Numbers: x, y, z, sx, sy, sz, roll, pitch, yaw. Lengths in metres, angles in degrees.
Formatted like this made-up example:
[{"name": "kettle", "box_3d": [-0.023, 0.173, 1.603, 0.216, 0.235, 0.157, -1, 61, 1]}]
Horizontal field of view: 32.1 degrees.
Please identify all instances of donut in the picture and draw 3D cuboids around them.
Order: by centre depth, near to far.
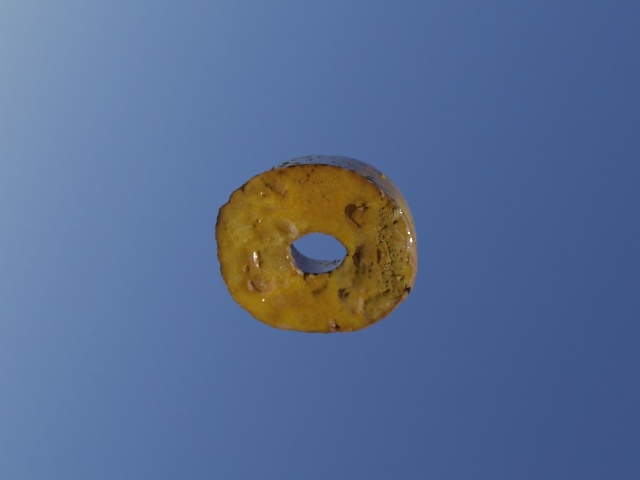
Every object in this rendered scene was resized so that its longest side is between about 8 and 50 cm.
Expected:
[{"name": "donut", "box_3d": [0.003, 0.000, 1.516, 0.277, 0.277, 0.108, -53, -175, 28]}]
